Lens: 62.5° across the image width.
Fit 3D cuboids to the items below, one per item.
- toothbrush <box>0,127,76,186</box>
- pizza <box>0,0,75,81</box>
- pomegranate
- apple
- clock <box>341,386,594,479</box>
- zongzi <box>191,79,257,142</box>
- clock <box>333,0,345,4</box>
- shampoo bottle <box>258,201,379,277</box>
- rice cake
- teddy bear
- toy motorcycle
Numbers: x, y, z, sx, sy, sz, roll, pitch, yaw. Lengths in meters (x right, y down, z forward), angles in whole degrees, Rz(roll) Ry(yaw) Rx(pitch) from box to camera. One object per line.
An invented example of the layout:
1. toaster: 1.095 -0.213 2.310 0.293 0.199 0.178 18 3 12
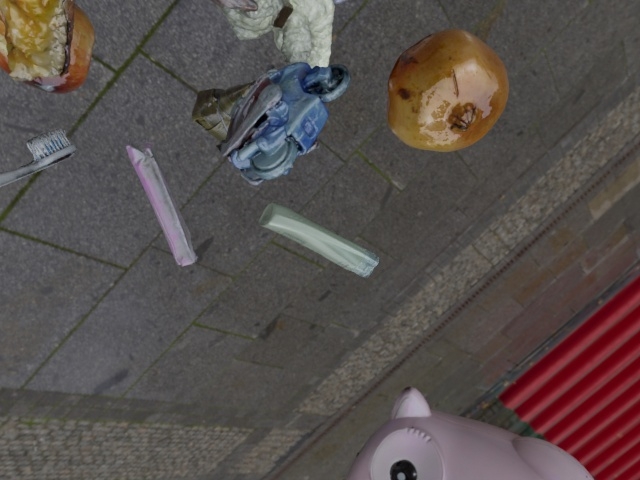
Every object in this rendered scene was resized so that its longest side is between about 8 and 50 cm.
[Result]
1. toothbrush: -0.262 -0.023 0.349 0.024 0.288 0.026 -10 114 22
2. pizza: -0.206 -0.260 0.350 0.086 0.161 0.305 -1 113 -27
3. pomegranate: 0.213 -0.250 0.906 0.209 0.209 0.209 -23 142 -19
4. apple: -0.504 -0.363 0.944 0.199 0.199 0.199 -23 142 -19
5. clock: 0.220 0.426 0.796 0.368 0.377 0.250 -58 163 13
6. zongzi: -0.233 -0.394 1.722 0.300 0.138 0.286 -12 143 38
7. clock: 0.095 -0.741 1.445 0.254 0.188 0.189 -20 144 5
8. shampoo bottle: 0.000 0.000 0.894 0.212 0.072 0.049 27 79 -21
9. rice cake: -0.302 -0.069 1.022 0.049 0.055 0.269 -23 110 -12
10. teddy bear: -0.151 -0.535 1.311 0.362 0.327 0.375 -33 164 -25
11. toy motorcycle: -0.098 -0.288 1.171 0.319 0.241 0.182 -54 167 -10
